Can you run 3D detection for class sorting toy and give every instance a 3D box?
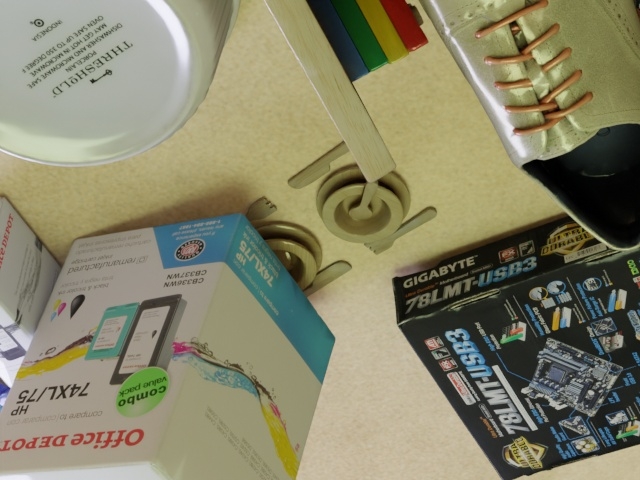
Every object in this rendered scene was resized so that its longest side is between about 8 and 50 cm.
[{"bbox_3d":[-0.011,-0.215,1.089,0.089,0.255,0.257,-28,130,4],"label":"sorting toy"}]

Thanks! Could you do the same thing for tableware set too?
[{"bbox_3d":[0.000,0.000,1.439,0.194,0.039,0.128,-33,126,28],"label":"tableware set"}]

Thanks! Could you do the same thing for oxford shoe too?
[{"bbox_3d":[0.149,-0.140,1.017,0.140,0.146,0.397,-23,138,23],"label":"oxford shoe"}]

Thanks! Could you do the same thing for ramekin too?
[{"bbox_3d":[-0.196,-0.177,1.201,0.273,0.127,0.273,0,134,0],"label":"ramekin"}]

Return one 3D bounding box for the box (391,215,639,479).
[{"bbox_3d":[0.261,0.101,1.520,0.293,0.073,0.295,-19,132,18],"label":"box"}]

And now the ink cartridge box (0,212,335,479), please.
[{"bbox_3d":[-0.140,0.148,1.394,0.198,0.270,0.197,-9,136,29],"label":"ink cartridge box"}]

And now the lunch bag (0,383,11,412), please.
[{"bbox_3d":[-0.379,0.244,1.568,0.221,0.138,0.293,41,119,6],"label":"lunch bag"}]

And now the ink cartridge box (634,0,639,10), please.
[{"bbox_3d":[0.254,-0.247,1.137,0.272,0.130,0.309,-5,134,3],"label":"ink cartridge box"}]

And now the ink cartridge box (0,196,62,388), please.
[{"bbox_3d":[-0.290,0.051,1.436,0.063,0.109,0.150,-16,133,19],"label":"ink cartridge box"}]
